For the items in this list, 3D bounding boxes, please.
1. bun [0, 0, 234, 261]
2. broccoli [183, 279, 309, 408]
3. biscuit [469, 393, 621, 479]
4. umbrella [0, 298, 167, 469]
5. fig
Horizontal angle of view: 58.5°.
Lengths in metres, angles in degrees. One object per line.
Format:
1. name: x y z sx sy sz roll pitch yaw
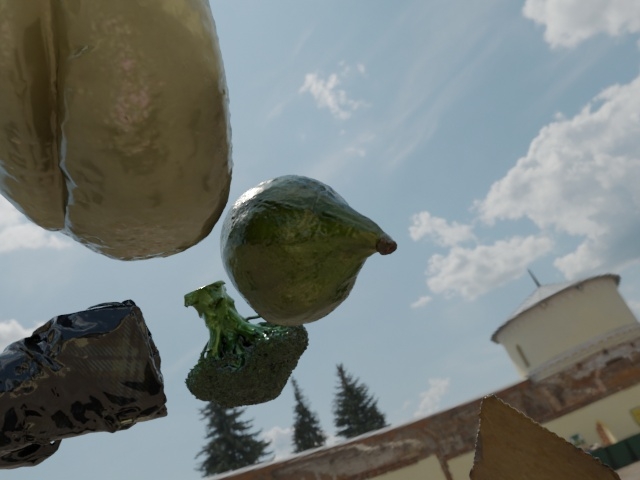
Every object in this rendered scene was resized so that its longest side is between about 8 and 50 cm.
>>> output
1. bun: -0.212 -0.148 0.497 0.219 0.365 0.365 -14 -29 -17
2. broccoli: -0.171 0.221 1.260 0.298 0.297 0.297 -26 2 1
3. biscuit: 0.345 0.384 0.911 0.013 0.237 0.232 -23 -54 -34
4. umbrella: -0.197 0.095 0.299 0.224 0.080 0.071 -15 9 -25
5. fig: 0.000 0.000 0.714 0.235 0.203 0.203 -19 -21 36
